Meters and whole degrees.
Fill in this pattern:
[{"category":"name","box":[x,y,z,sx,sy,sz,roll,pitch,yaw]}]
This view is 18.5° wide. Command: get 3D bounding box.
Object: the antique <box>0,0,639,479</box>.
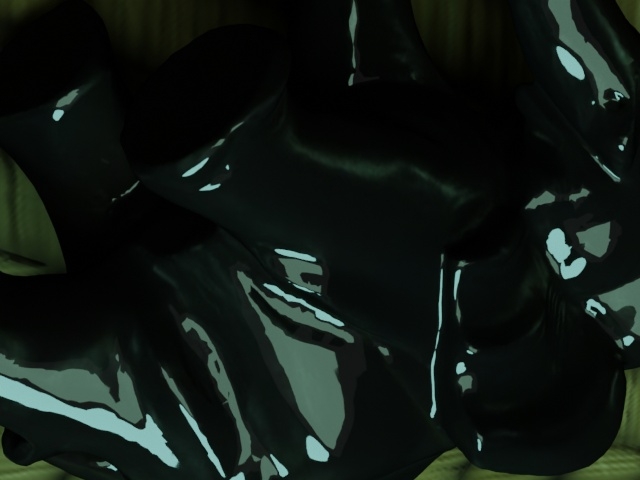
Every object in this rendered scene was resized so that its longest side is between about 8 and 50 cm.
[{"category":"antique","box":[0.000,0.000,0.822,0.322,0.185,0.255,-34,124,15]}]
